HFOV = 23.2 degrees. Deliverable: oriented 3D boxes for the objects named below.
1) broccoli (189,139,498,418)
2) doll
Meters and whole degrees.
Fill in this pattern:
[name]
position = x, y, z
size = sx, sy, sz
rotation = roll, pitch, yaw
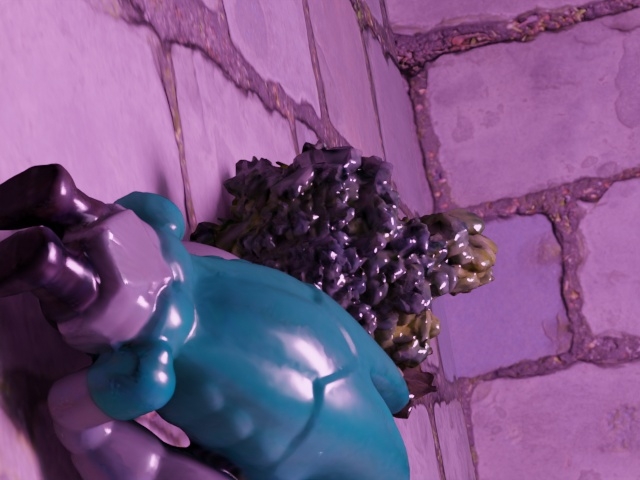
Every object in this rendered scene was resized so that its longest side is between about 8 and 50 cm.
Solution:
[broccoli]
position = 0.018, -0.002, 1.054
size = 0.275, 0.198, 0.177
rotation = -77, 153, -67
[doll]
position = -0.064, 0.054, 0.759
size = 0.258, 0.153, 0.195
rotation = 57, 35, -19
